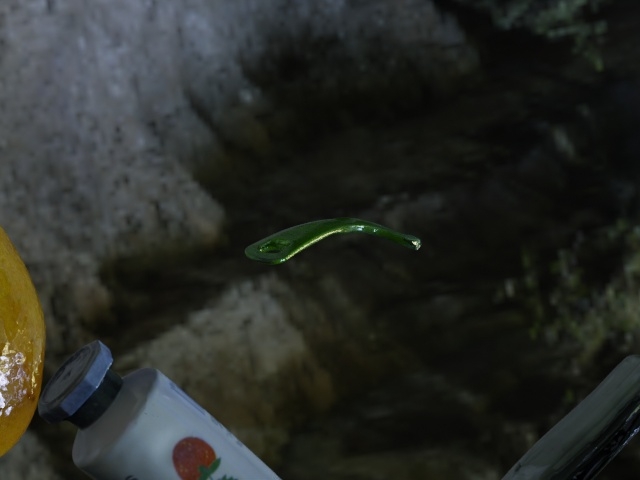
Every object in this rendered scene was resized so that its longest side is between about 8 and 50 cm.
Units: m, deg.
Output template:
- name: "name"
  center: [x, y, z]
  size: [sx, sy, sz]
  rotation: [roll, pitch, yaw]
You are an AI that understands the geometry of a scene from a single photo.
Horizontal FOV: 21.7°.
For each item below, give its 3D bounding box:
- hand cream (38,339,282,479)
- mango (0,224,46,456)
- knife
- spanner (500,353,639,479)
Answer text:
- name: "hand cream"
  center: [-0.023, 0.152, 0.822]
  size: [0.095, 0.276, 0.059]
  rotation: [-20, -148, 56]
- name: "mango"
  center: [-0.180, 0.024, 0.722]
  size: [0.089, 0.165, 0.115]
  rotation: [-16, -175, 41]
- name: "knife"
  center: [0.000, -0.003, 1.128]
  size: [0.078, 0.023, 0.166]
  rotation: [8, -172, 30]
- name: "spanner"
  center: [0.123, 0.206, 1.176]
  size: [0.325, 0.040, 0.096]
  rotation: [-43, 154, -9]
